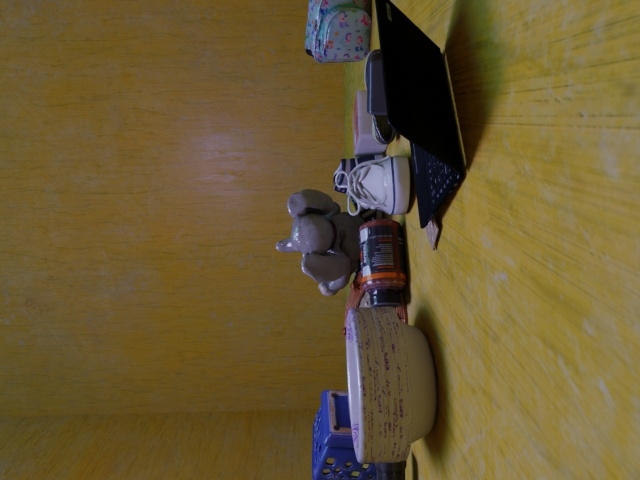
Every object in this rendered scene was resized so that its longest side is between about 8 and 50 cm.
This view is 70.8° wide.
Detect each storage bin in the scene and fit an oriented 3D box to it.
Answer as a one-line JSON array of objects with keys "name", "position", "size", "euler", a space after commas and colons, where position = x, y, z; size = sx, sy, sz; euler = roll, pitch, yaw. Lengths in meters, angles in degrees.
[{"name": "storage bin", "position": [0.145, -0.324, 0.951], "size": [0.098, 0.091, 0.135], "euler": [-93, 2, -72]}]

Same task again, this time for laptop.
[{"name": "laptop", "position": [0.126, -0.179, 0.683], "size": [0.264, 0.136, 0.235], "euler": [106, 164, -65]}]

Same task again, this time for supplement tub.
[{"name": "supplement tub", "position": [0.145, 0.056, 1.050], "size": [0.106, 0.105, 0.198], "euler": [90, 179, -70]}]

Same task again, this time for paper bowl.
[{"name": "paper bowl", "position": [0.131, 0.270, 0.866], "size": [0.284, 0.147, 0.285], "euler": [179, 90, -89]}]

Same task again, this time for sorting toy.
[{"name": "sorting toy", "position": [0.192, -0.032, 0.782], "size": [0.062, 0.012, 0.083], "euler": [82, -179, -48]}]

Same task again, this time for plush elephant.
[{"name": "plush elephant", "position": [0.000, 0.000, 1.273], "size": [0.330, 0.255, 0.272], "euler": [-28, 63, 50]}]

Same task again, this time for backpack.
[{"name": "backpack", "position": [0.067, -0.759, 1.578], "size": [0.191, 0.225, 0.254], "euler": [-127, 34, -49]}]

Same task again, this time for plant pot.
[{"name": "plant pot", "position": [0.098, 0.611, 1.421], "size": [0.236, 0.235, 0.212], "euler": [-94, 9, -62]}]

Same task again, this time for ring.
[{"name": "ring", "position": [0.128, 0.226, 1.178], "size": [0.336, 0.032, 0.337], "euler": [-174, 90, -70]}]

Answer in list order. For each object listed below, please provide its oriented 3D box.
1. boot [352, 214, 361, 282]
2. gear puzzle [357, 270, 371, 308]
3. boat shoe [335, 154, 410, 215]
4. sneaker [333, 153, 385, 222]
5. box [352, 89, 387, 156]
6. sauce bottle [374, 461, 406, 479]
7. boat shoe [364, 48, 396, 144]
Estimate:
[{"name": "boot", "position": [0.145, 0.062, 1.522], "size": [0.207, 0.094, 0.247], "euler": [91, 177, -56]}, {"name": "gear puzzle", "position": [0.148, 0.165, 1.249], "size": [0.175, 0.044, 0.339], "euler": [-123, 43, -58]}, {"name": "boat shoe", "position": [0.115, -0.130, 1.079], "size": [0.367, 0.156, 0.136], "euler": [-92, 1, -84]}, {"name": "sneaker", "position": [0.114, -0.124, 1.364], "size": [0.099, 0.153, 0.282], "euler": [-91, 0, -59]}, {"name": "box", "position": [0.141, -0.325, 1.266], "size": [0.170, 0.090, 0.130], "euler": [90, 179, -80]}, {"name": "sauce bottle", "position": [0.157, 0.644, 0.992], "size": [0.111, 0.111, 0.345], "euler": [-111, 19, -88]}, {"name": "boat shoe", "position": [0.153, -0.340, 1.072], "size": [0.073, 0.080, 0.224], "euler": [-113, 15, -73]}]
